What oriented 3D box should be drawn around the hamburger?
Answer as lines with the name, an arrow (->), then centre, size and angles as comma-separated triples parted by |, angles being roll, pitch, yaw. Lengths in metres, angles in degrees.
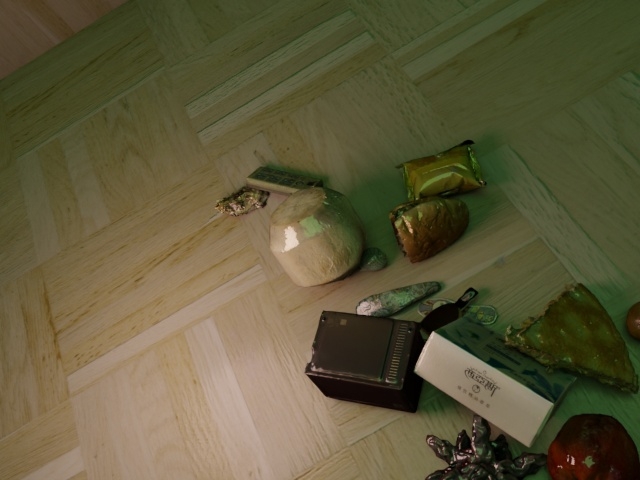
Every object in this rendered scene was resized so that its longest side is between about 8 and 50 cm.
hamburger -> 0.288, -0.042, 1.490 | 0.208, 0.155, 0.135 | -17, 65, 2

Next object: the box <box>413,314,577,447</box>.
box -> 0.373, 0.287, 1.248 | 0.274, 0.203, 0.116 | 30, 109, 29

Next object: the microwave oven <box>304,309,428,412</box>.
microwave oven -> 0.115, 0.282, 1.366 | 0.248, 0.188, 0.177 | 4, 61, 25

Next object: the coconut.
coconut -> 0.000, 0.000, 1.520 | 0.245, 0.247, 0.245 | -23, 31, 15

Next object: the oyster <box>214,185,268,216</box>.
oyster -> -0.234, -0.119, 1.759 | 0.166, 0.053, 0.108 | -34, 69, -8

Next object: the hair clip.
hair clip -> 0.196, 0.150, 1.485 | 0.229, 0.036, 0.066 | -21, 67, 8

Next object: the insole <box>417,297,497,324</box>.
insole -> 0.336, 0.177, 1.443 | 0.197, 0.004, 0.065 | 5, 67, 22

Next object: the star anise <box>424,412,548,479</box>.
star anise -> 0.349, 0.489, 1.225 | 0.283, 0.129, 0.212 | 32, 66, 19

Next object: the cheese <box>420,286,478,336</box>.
cheese -> 0.320, 0.175, 1.422 | 0.162, 0.036, 0.086 | -44, 43, -8

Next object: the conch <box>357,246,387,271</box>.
conch -> 0.134, 0.048, 1.548 | 0.086, 0.056, 0.076 | -16, 48, 10

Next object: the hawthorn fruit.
hawthorn fruit -> 0.541, 0.438, 1.164 | 0.174, 0.173, 0.179 | -16, 31, 11

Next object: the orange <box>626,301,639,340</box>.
orange -> 0.714, 0.174, 1.269 | 0.085, 0.085, 0.095 | 20, 75, 26

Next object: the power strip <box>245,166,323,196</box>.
power strip -> -0.093, -0.166, 1.722 | 0.268, 0.034, 0.092 | 15, 40, 25

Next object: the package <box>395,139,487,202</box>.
package -> 0.324, -0.178, 1.572 | 0.227, 0.090, 0.168 | -15, 58, 9

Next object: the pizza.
pizza -> 0.519, 0.206, 1.271 | 0.288, 0.075, 0.279 | 2, 53, -13
